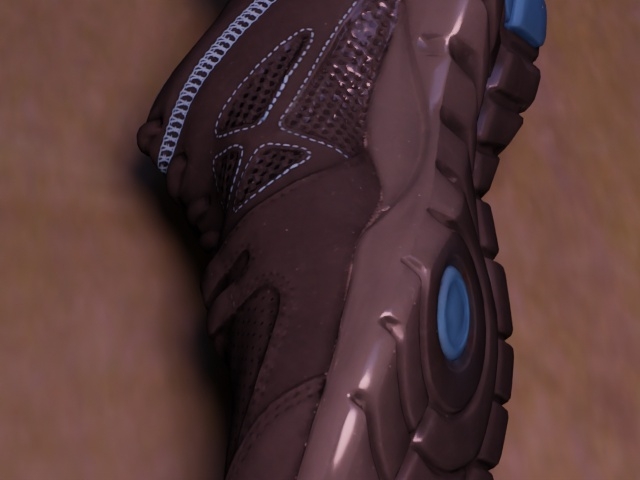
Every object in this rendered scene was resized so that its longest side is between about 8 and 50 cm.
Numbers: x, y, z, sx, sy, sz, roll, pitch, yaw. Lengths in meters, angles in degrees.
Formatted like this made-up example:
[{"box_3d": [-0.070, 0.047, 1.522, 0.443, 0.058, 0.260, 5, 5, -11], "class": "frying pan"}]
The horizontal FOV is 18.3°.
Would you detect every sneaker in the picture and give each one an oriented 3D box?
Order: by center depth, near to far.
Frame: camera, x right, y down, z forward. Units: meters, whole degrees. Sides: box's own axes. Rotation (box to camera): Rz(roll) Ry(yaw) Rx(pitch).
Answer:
[{"box_3d": [0.000, 0.000, 0.754, 0.140, 0.125, 0.341, -2, 50, 19], "class": "sneaker"}]
